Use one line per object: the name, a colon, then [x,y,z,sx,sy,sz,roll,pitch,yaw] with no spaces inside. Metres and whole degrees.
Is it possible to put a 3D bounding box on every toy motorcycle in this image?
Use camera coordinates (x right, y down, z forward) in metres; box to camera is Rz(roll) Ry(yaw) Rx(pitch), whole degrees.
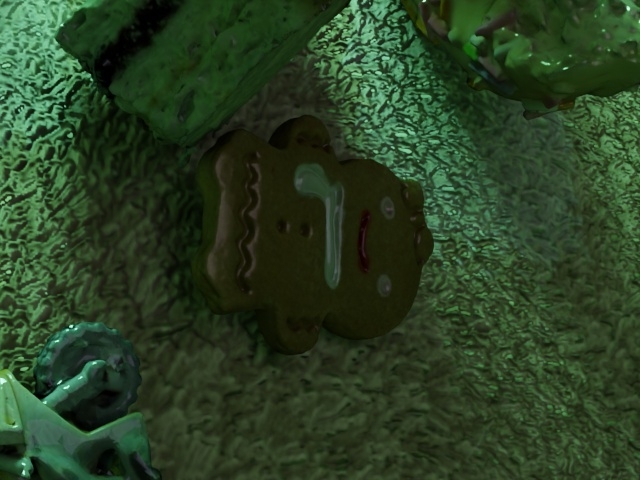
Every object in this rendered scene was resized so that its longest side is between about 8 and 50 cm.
toy motorcycle: [-0.166,0.170,0.994,0.130,0.094,0.229,-7,89,-36]

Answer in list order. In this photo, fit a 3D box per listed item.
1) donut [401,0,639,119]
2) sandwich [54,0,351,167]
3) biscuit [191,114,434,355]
donut: [0.137,-0.283,1.291,0.150,0.307,0.371,-26,109,-10]
sandwich: [-0.048,-0.193,1.116,0.131,0.262,0.325,44,52,-5]
biscuit: [0.002,0.000,1.198,0.249,0.035,0.184,15,75,-45]
